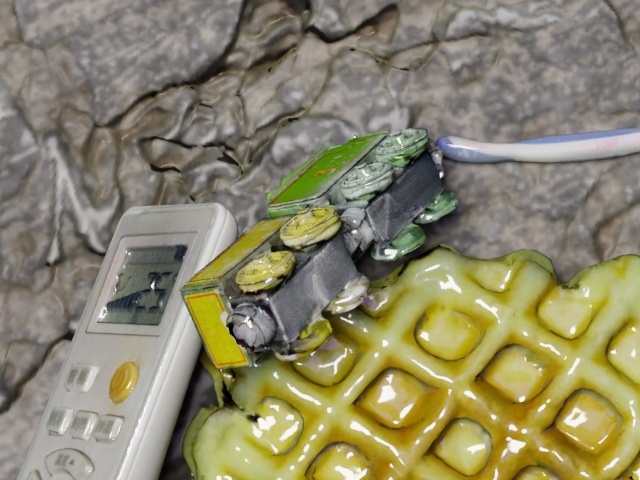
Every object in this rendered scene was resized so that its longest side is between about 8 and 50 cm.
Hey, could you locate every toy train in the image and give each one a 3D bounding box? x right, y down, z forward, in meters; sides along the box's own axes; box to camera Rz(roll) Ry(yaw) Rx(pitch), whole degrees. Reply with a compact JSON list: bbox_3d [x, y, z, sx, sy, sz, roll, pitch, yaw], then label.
[{"bbox_3d":[0.000,0.000,0.876,0.202,0.081,0.060,-43,116,-48],"label":"toy train"}]

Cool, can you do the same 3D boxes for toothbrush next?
[{"bbox_3d":[0.201,-0.064,0.965,0.269,0.021,0.027,-5,71,-1],"label":"toothbrush"}]

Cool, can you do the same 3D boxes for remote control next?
[{"bbox_3d":[-0.117,0.131,0.888,0.055,0.109,0.313,28,74,-31],"label":"remote control"}]

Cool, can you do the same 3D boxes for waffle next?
[{"bbox_3d":[0.075,0.149,0.888,0.317,0.073,0.297,-11,78,-1],"label":"waffle"}]
